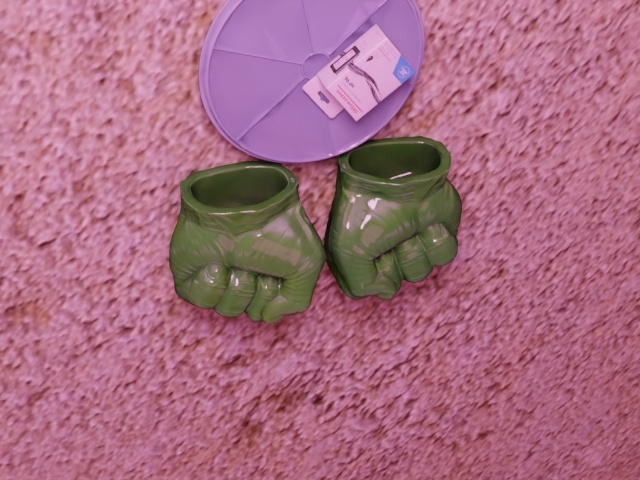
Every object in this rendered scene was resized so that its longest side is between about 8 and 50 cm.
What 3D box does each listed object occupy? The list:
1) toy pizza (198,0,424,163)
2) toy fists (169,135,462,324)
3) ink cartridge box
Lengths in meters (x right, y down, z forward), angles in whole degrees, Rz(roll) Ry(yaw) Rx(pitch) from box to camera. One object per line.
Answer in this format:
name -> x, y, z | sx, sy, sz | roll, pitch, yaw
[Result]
toy pizza -> -0.008, -0.155, 1.090 | 0.201, 0.032, 0.201 | -11, 128, -14
toy fists -> 0.000, 0.000, 1.174 | 0.279, 0.096, 0.142 | -12, 131, -16
ink cartridge box -> 0.032, -0.136, 1.079 | 0.083, 0.028, 0.048 | -39, 129, 10
